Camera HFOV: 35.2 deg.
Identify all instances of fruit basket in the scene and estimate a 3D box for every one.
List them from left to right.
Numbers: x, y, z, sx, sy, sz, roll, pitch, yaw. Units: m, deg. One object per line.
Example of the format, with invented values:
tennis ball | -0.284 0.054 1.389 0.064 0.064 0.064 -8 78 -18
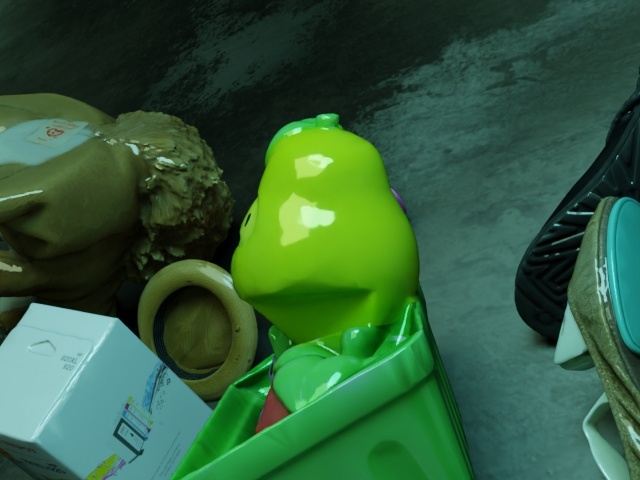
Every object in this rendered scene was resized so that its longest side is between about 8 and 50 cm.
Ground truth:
fruit basket | -0.006 0.089 0.944 0.283 0.392 0.392 -32 38 7

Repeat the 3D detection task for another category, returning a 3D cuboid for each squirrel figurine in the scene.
squirrel figurine | -0.301 0.010 1.390 0.397 0.370 0.281 -10 36 -12

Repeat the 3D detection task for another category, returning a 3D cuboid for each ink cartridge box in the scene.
ink cartridge box | -0.272 0.213 1.202 0.171 0.233 0.168 4 53 40

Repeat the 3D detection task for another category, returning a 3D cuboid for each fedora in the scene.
fedora | -0.147 0.111 1.311 0.194 0.194 0.079 -10 5 30

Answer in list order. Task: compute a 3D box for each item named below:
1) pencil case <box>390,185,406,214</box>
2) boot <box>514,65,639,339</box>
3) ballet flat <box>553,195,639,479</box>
pencil case | 0.000 0.000 1.322 0.236 0.104 0.104 -40 38 -6
boot | 0.343 -0.071 1.088 0.348 0.131 0.260 -57 0 28
ballet flat | 0.282 0.130 0.911 0.124 0.116 0.342 -39 56 44
